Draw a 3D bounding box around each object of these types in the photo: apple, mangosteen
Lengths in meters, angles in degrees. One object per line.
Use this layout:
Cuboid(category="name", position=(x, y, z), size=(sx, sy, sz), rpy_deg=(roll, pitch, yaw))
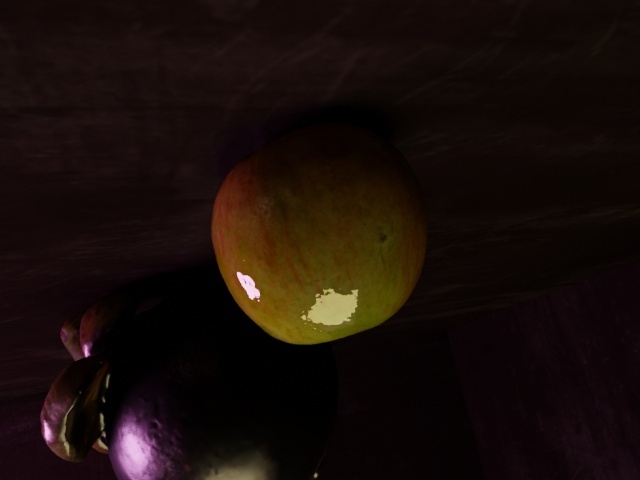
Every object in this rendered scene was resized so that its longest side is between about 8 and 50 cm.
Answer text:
Cuboid(category="apple", position=(0.000, 0.000, 0.559), size=(0.196, 0.195, 0.196), rpy_deg=(-11, 165, -3))
Cuboid(category="mangosteen", position=(-0.184, 0.215, 0.925), size=(0.435, 0.381, 0.382), rpy_deg=(26, 154, -10))
